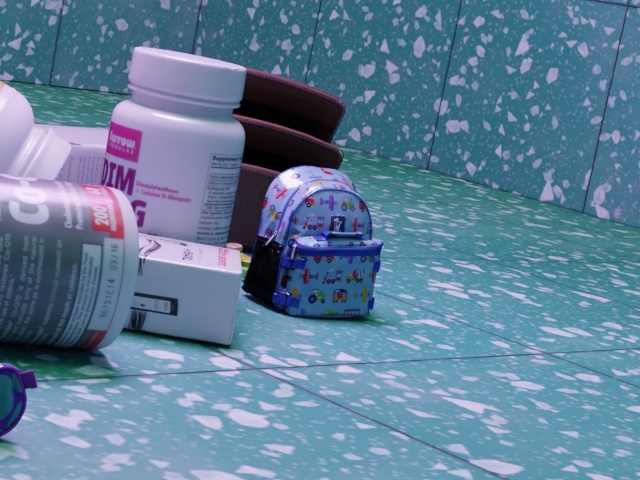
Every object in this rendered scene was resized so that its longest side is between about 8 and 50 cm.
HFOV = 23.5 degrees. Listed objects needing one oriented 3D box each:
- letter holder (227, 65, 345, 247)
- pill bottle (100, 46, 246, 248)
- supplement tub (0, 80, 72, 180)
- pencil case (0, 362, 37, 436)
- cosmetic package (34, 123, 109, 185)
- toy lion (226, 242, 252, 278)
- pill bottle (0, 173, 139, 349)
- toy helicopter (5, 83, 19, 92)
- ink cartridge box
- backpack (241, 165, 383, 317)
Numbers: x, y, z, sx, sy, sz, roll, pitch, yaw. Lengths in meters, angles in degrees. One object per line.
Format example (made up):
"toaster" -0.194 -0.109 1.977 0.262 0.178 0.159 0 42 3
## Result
"letter holder" -0.116 -0.123 2.212 0.301 0.214 0.152 12 33 -21
"pill bottle" -0.177 -0.077 1.810 0.160 0.283 0.160 10 8 -2
"supplement tub" -0.443 -0.102 1.604 0.316 0.228 0.228 32 5 -12
"pencil case" -0.295 0.105 1.214 0.070 0.064 0.151 -29 34 -36
"cosmetic package" -0.346 -0.064 1.946 0.217 0.156 0.385 14 10 31
"toy lion" -0.120 0.032 2.034 0.100 0.034 0.096 17 17 32
"pill bottle" -0.329 0.014 1.443 0.283 0.161 0.161 6 10 -28
"toy helicopter" -0.576 -0.152 2.343 0.235 0.140 0.355 14 19 -23
"ink cartridge box" -0.190 0.044 1.672 0.203 0.086 0.148 9 9 -6
"backpack" 0.000 0.000 1.902 0.158 0.173 0.117 6 10 -33
